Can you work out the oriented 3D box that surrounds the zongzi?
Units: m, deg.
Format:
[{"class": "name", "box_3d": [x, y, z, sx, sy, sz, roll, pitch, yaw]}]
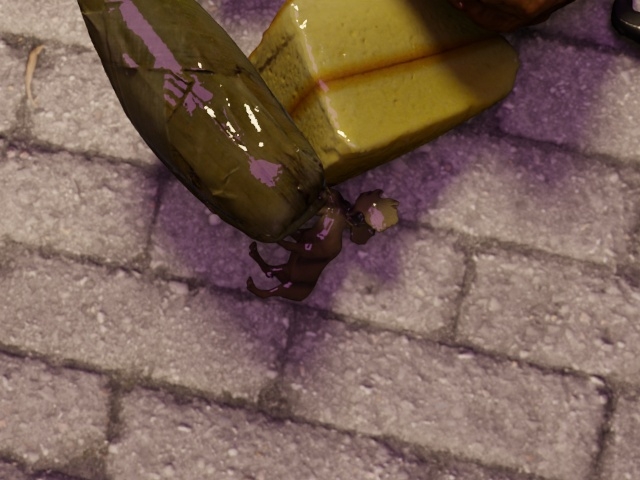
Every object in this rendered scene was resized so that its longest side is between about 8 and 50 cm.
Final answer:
[{"class": "zongzi", "box_3d": [-0.153, -0.190, 0.771, 0.174, 0.393, 0.356, -38, 59, -9]}]

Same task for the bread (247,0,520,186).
[{"class": "bread", "box_3d": [0.097, -0.234, 0.975, 0.362, 0.245, 0.233, -20, 84, -28]}]

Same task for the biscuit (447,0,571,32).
[{"class": "biscuit", "box_3d": [0.227, -0.479, 0.842, 0.343, 0.166, 0.395, -34, 95, -44]}]

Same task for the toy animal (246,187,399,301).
[{"class": "toy animal", "box_3d": [0.000, 0.000, 0.937, 0.186, 0.094, 0.214, 16, 118, -21]}]

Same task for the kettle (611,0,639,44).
[{"class": "kettle", "box_3d": [0.553, -0.380, 0.920, 0.202, 0.144, 0.232, 33, 92, 24]}]
